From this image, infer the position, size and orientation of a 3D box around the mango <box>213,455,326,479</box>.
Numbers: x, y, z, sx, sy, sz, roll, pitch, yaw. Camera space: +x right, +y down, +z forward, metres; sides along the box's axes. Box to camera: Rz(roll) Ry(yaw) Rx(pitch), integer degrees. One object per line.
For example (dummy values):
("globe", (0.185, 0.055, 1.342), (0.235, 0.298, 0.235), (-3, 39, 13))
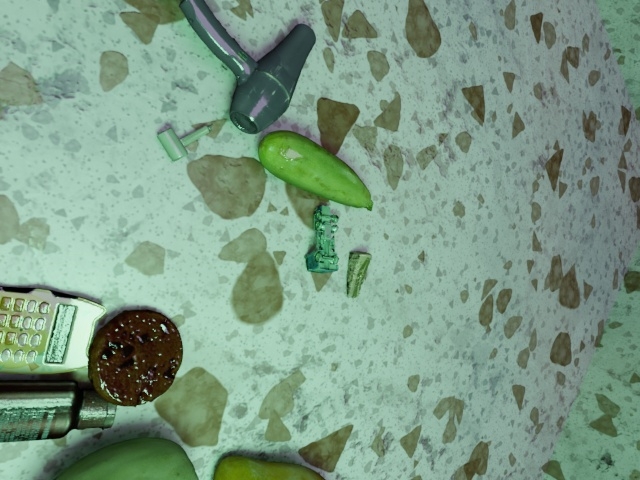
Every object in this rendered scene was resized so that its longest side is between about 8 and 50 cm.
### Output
("mango", (-0.095, 0.649, 0.979), (0.384, 0.199, 0.221), (42, 79, -16))

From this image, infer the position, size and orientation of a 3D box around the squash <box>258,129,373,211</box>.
("squash", (0.011, -0.164, 1.012), (0.371, 0.118, 0.118), (22, 83, -34))

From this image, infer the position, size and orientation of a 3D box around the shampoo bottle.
("shampoo bottle", (-0.537, 0.297, 0.708), (0.323, 0.084, 0.129), (12, 114, -33))

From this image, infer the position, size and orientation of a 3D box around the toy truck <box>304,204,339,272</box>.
("toy truck", (0.000, 0.000, 1.057), (0.067, 0.081, 0.175), (10, 70, -34))

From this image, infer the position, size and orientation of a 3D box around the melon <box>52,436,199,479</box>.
("melon", (-0.377, 0.508, 0.742), (0.308, 0.272, 0.271), (2, 93, -51))

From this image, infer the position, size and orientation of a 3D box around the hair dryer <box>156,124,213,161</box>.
("hair dryer", (-0.279, -0.224, 0.866), (0.124, 0.038, 0.063), (-42, 115, -29))

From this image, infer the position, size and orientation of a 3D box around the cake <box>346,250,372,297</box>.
("cake", (0.099, 0.093, 1.149), (0.051, 0.055, 0.139), (4, 110, -35))

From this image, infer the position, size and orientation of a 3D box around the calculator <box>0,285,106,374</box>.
("calculator", (-0.531, 0.162, 0.738), (0.237, 0.033, 0.157), (15, 88, -31))

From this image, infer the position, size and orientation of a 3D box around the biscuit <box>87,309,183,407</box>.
("biscuit", (-0.365, 0.231, 0.813), (0.192, 0.049, 0.192), (27, 52, -42))

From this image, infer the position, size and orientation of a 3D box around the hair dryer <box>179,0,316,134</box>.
("hair dryer", (-0.171, -0.440, 0.851), (0.361, 0.121, 0.301), (43, 63, -37))
